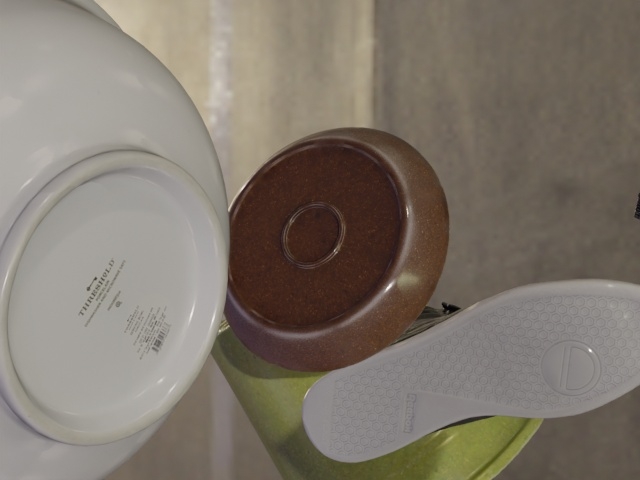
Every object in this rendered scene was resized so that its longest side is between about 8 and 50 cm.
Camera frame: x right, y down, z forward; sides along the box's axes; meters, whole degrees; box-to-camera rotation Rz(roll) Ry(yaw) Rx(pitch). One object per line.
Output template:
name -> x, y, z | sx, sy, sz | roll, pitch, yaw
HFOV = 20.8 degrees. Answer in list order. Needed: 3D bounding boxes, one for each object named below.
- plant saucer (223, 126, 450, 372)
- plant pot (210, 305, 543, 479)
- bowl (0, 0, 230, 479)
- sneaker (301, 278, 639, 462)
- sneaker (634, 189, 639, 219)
plant saucer -> 0.000, 0.000, 1.115 | 0.168, 0.029, 0.168 | -12, 64, 25
plant pot -> 0.033, 0.139, 1.678 | 0.254, 0.276, 0.276 | 53, 152, -4
bowl -> -0.141, 0.016, 0.856 | 0.134, 0.298, 0.297 | 16, 108, 42
sneaker -> 0.137, 0.080, 1.344 | 0.104, 0.296, 0.147 | 68, -160, -8
sneaker -> 0.195, -0.021, 0.829 | 0.057, 0.075, 0.161 | -63, -11, 2
